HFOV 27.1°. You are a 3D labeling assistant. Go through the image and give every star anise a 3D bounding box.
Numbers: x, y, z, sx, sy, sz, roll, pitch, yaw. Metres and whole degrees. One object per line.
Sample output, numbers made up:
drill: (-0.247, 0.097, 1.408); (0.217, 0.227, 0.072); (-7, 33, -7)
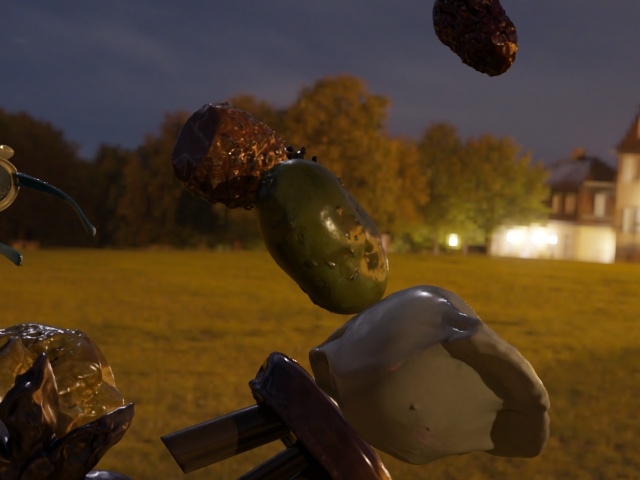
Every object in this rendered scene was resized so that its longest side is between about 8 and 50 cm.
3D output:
star anise: (-0.349, 0.293, 1.553); (0.331, 0.332, 0.117); (4, 5, -4)

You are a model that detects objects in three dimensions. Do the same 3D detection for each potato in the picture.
potato: (0.000, 0.000, 1.899); (0.148, 0.253, 0.186); (-32, 11, 16)

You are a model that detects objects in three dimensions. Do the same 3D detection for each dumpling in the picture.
dumpling: (0.103, 0.123, 1.080); (0.179, 0.131, 0.252); (46, -34, -14)

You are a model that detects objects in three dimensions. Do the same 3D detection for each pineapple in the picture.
pineapple: (-0.089, -0.103, 2.062); (0.278, 0.158, 0.158); (25, -13, -35)

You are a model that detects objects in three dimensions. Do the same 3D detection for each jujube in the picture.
jujube: (0.211, -0.283, 1.796); (0.104, 0.166, 0.104); (-15, -36, -11)

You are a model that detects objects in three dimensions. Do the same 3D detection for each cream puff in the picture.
cream puff: (-0.491, 0.236, 2.072); (0.323, 0.270, 0.274); (-5, -31, 28)

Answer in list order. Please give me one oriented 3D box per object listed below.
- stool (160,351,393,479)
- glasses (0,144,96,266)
stool: (-0.035, 0.278, 1.501); (0.178, 0.272, 0.272); (-35, 8, -10)
glasses: (-0.418, -0.020, 1.728); (0.220, 0.088, 0.189); (35, 37, 27)
